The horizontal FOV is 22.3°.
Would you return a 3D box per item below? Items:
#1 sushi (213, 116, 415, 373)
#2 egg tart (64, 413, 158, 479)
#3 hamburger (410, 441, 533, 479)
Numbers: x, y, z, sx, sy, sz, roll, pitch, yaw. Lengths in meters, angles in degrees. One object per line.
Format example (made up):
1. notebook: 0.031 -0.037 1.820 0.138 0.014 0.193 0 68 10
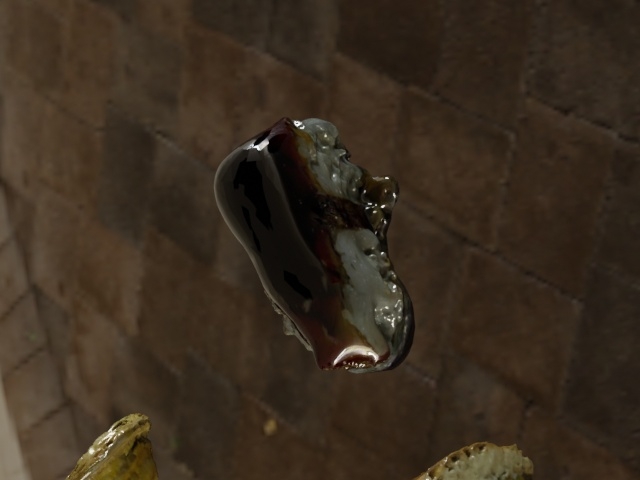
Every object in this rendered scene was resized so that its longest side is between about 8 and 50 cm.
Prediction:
1. sushi: 0.000 0.000 0.476 0.044 0.046 0.083 -34 72 22
2. egg tart: -0.156 0.182 1.169 0.049 0.129 0.129 40 134 4
3. hamburger: 0.059 0.315 1.276 0.162 0.330 0.209 42 131 -6
